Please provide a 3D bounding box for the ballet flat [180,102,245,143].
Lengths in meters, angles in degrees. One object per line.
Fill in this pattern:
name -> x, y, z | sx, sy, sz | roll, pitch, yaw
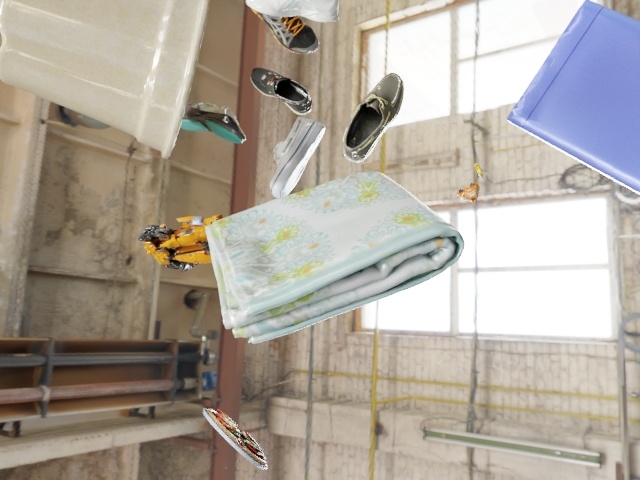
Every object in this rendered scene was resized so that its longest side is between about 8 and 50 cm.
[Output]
ballet flat -> -0.237, -0.269, 1.211 | 0.074, 0.203, 0.074 | -34, -46, -46

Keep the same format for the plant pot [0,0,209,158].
plant pot -> -0.392, -0.350, 0.993 | 0.305, 0.334, 0.334 | 13, -107, -20

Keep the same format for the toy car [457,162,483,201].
toy car -> 0.369, -0.133, 1.344 | 0.122, 0.060, 0.040 | 63, -172, -60

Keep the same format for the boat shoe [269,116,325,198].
boat shoe -> -0.069, -0.187, 1.223 | 0.226, 0.076, 0.083 | -60, -8, -34

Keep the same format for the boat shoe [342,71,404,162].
boat shoe -> 0.162, -0.378, 1.642 | 0.305, 0.109, 0.091 | -60, -13, -4

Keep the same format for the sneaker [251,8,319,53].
sneaker -> -0.089, -0.538, 1.325 | 0.215, 0.083, 0.084 | 39, -99, -9

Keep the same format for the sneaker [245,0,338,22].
sneaker -> -0.044, -0.391, 0.880 | 0.054, 0.152, 0.061 | -88, 2, -56

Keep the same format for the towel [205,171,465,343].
towel -> 0.000, 0.000, 0.914 | 0.320, 0.374, 0.090 | -123, 17, -58

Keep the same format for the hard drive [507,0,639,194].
hard drive -> 0.477, -0.195, 0.813 | 0.210, 0.318, 0.040 | -59, -24, 15

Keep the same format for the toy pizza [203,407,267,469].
toy pizza -> -0.191, 0.450, 1.264 | 0.032, 0.201, 0.201 | -47, -51, -15

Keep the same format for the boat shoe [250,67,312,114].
boat shoe -> -0.070, -0.272, 0.963 | 0.049, 0.133, 0.042 | -49, -18, -14

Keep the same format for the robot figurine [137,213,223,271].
robot figurine -> -0.404, 0.006, 1.665 | 0.211, 0.291, 0.085 | 61, -149, -43
